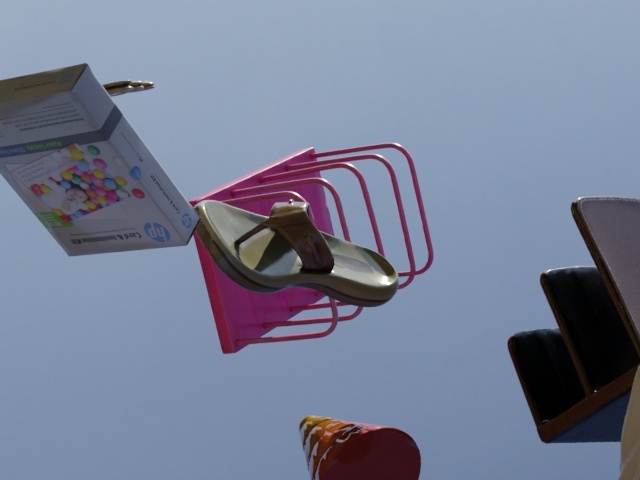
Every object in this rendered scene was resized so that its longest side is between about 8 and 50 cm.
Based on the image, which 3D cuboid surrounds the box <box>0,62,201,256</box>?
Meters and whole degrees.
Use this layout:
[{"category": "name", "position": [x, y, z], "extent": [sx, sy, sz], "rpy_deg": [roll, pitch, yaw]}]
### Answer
[{"category": "box", "position": [-0.211, -0.065, 1.337], "extent": [0.145, 0.186, 0.038], "rpy_deg": [-5, -135, 34]}]

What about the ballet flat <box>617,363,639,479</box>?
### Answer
[{"category": "ballet flat", "position": [0.323, 0.233, 1.362], "extent": [0.139, 0.139, 0.400], "rpy_deg": [30, -74, 50]}]

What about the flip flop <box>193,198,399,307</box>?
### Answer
[{"category": "flip flop", "position": [-0.017, 0.002, 1.570], "extent": [0.080, 0.277, 0.112], "rpy_deg": [-51, -136, 27]}]

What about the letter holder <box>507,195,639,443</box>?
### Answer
[{"category": "letter holder", "position": [0.340, 0.083, 1.607], "extent": [0.152, 0.302, 0.214], "rpy_deg": [-40, -122, 37]}]

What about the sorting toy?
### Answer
[{"category": "sorting toy", "position": [-0.020, 0.325, 1.580], "extent": [0.126, 0.127, 0.366], "rpy_deg": [38, -65, 49]}]

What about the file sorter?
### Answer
[{"category": "file sorter", "position": [0.000, 0.000, 2.003], "extent": [0.182, 0.290, 0.202], "rpy_deg": [-6, -77, 33]}]

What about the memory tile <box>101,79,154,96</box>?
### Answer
[{"category": "memory tile", "position": [-0.279, -0.173, 1.830], "extent": [0.148, 0.113, 0.012], "rpy_deg": [-8, -85, 16]}]
